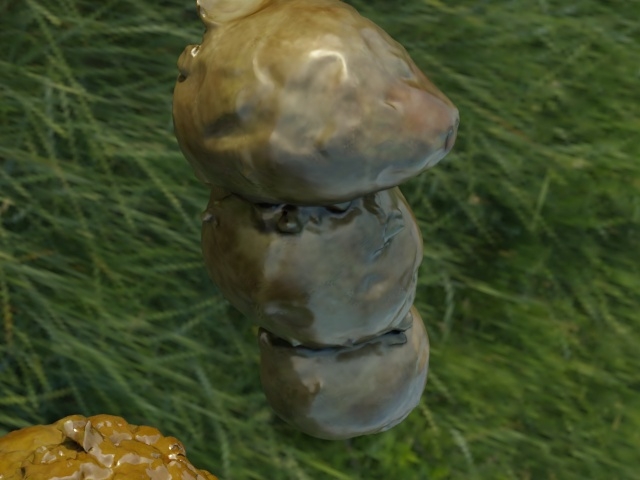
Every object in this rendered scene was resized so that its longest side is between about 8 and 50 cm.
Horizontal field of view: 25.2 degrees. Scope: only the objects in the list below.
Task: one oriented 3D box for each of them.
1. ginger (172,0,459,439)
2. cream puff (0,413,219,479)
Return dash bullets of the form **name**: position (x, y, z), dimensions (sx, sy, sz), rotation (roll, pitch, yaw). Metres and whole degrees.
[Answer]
- **ginger**: position (0.000, 0.000, 0.537), dimensions (0.204, 0.104, 0.080), rotation (85, 29, -46)
- **cream puff**: position (-0.077, 0.130, 0.460), dimensions (0.126, 0.103, 0.144), rotation (33, 83, -23)
